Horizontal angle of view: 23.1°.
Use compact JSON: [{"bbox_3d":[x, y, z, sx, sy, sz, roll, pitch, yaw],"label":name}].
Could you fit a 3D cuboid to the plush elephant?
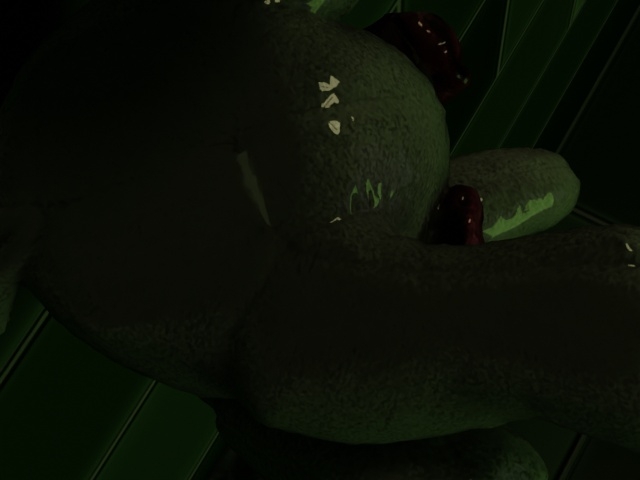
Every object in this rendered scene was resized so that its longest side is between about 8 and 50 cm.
[{"bbox_3d":[0.000,0.000,0.620,0.330,0.272,0.255,-25,165,14],"label":"plush elephant"}]
